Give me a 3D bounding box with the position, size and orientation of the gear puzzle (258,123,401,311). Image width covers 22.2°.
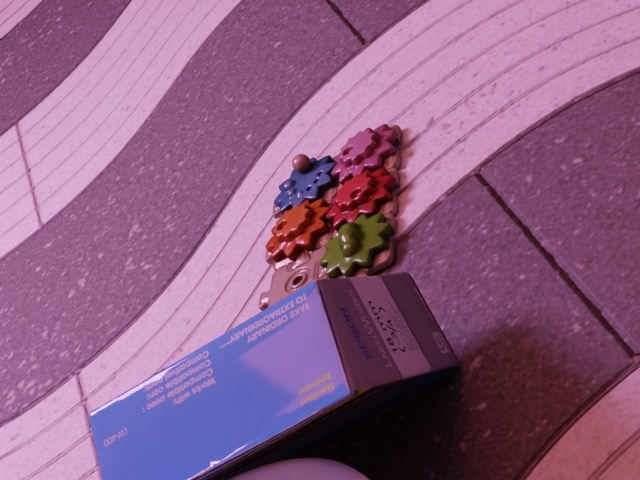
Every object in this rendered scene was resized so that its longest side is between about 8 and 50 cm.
[{"bbox_3d":[0.000,0.000,1.711,0.175,0.044,0.339,-27,32,24],"label":"gear puzzle"}]

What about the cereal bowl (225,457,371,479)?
[{"bbox_3d":[-0.049,0.334,1.214,0.339,0.141,0.339,-30,28,18],"label":"cereal bowl"}]

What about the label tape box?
[{"bbox_3d":[-0.054,0.127,1.353,0.241,0.106,0.334,-31,-10,19],"label":"label tape box"}]
